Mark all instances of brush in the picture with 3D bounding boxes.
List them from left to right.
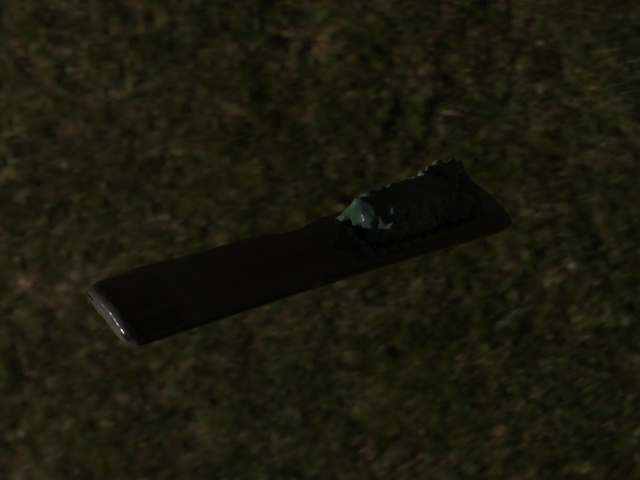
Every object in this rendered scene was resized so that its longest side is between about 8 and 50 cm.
[{"bbox_3d":[0.000,0.000,0.703,0.034,0.190,0.027,48,137,30],"label":"brush"}]
